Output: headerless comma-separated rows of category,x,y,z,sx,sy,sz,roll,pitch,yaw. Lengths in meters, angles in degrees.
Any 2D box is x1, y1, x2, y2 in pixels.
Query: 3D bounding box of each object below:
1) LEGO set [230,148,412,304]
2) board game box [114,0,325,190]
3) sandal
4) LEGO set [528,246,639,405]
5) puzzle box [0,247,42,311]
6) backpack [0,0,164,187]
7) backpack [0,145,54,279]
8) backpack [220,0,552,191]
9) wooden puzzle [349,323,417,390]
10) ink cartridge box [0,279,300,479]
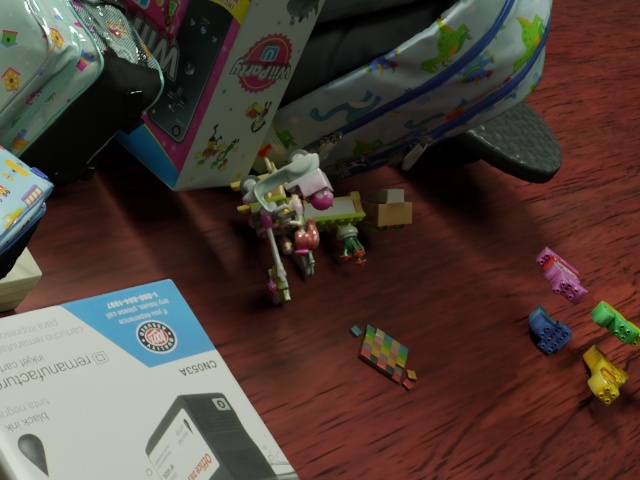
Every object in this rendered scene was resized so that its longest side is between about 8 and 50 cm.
LEGO set,0.000,0.000,1.300,0.287,0.132,0.107,18,53,-66
board game box,-0.115,-0.231,1.209,0.224,0.303,0.097,40,29,29
sandal,0.079,-0.182,1.590,0.445,0.107,0.167,29,36,3
LEGO set,0.310,0.122,1.479,0.227,0.087,0.093,37,20,-7
puzzle box,-0.431,-0.036,0.956,0.409,0.052,0.272,-12,62,-50
backpack,-0.249,-0.163,1.171,0.144,0.166,0.188,19,38,-45
backpack,-0.298,-0.029,0.935,0.173,0.117,0.158,39,34,-1
backpack,0.051,-0.212,1.334,0.273,0.355,0.290,29,44,-31
wooden puzzle,0.063,0.111,1.322,0.083,0.006,0.049,35,35,-11
ink cartridge box,-0.132,0.199,0.929,0.223,0.129,0.307,-12,62,-50
